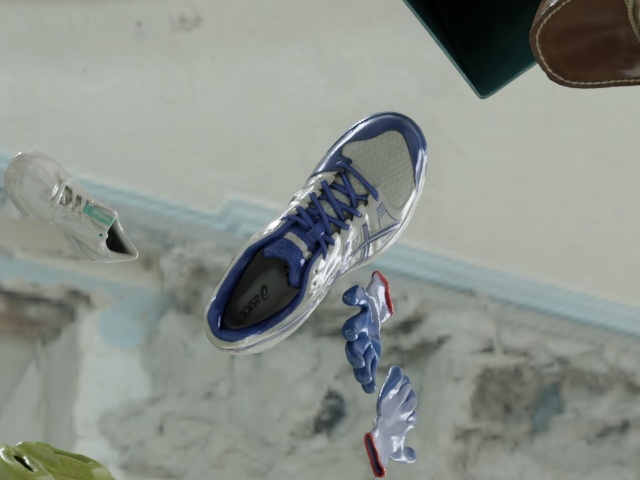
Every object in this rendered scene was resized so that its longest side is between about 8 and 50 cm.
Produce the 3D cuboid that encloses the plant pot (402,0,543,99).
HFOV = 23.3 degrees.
[{"bbox_3d":[0.139,-0.287,1.415,0.165,0.234,0.166,-35,-49,12],"label":"plant pot"}]

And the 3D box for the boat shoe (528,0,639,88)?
[{"bbox_3d":[0.252,-0.159,1.012,0.324,0.116,0.123,-17,-66,52],"label":"boat shoe"}]

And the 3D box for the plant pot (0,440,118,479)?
[{"bbox_3d":[-0.259,0.330,1.407,0.276,0.276,0.254,22,-88,-29],"label":"plant pot"}]

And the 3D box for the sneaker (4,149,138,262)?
[{"bbox_3d":[-0.297,-0.039,1.906,0.094,0.080,0.212,13,-22,37],"label":"sneaker"}]

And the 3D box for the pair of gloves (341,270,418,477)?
[{"bbox_3d":[0.059,0.128,1.458,0.023,0.159,0.198,-10,-74,18],"label":"pair of gloves"}]

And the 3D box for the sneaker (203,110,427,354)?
[{"bbox_3d":[0.000,0.000,1.507,0.112,0.131,0.296,39,-86,4],"label":"sneaker"}]
